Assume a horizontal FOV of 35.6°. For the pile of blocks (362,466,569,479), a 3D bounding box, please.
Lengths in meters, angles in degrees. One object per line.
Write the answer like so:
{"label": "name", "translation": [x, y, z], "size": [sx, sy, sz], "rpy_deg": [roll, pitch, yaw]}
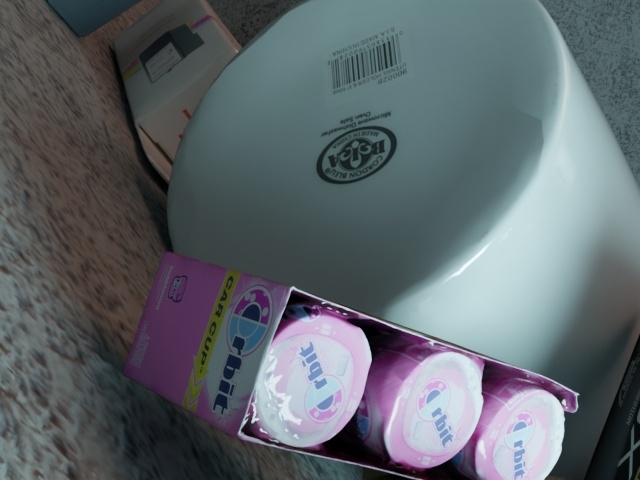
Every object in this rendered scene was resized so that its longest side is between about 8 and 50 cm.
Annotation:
{"label": "pile of blocks", "translation": [0.039, 0.177, 0.402], "size": [0.362, 0.148, 0.113], "rpy_deg": [2, 94, -73]}

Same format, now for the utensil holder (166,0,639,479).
{"label": "utensil holder", "translation": [0.108, 0.021, 0.804], "size": [0.385, 0.327, 0.328], "rpy_deg": [45, 9, -48]}

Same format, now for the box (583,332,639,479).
{"label": "box", "translation": [0.209, 0.203, 0.598], "size": [0.076, 0.308, 0.242], "rpy_deg": [20, 4, 3]}

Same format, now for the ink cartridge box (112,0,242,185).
{"label": "ink cartridge box", "translation": [-0.091, -0.111, 1.003], "size": [0.207, 0.119, 0.353], "rpy_deg": [51, 5, -31]}

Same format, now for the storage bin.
{"label": "storage bin", "translation": [-0.208, -0.265, 0.950], "size": [0.098, 0.135, 0.091], "rpy_deg": [50, 15, -43]}

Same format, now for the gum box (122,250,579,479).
{"label": "gum box", "translation": [0.020, 0.067, 0.462], "size": [0.188, 0.062, 0.107], "rpy_deg": [22, -7, -35]}
